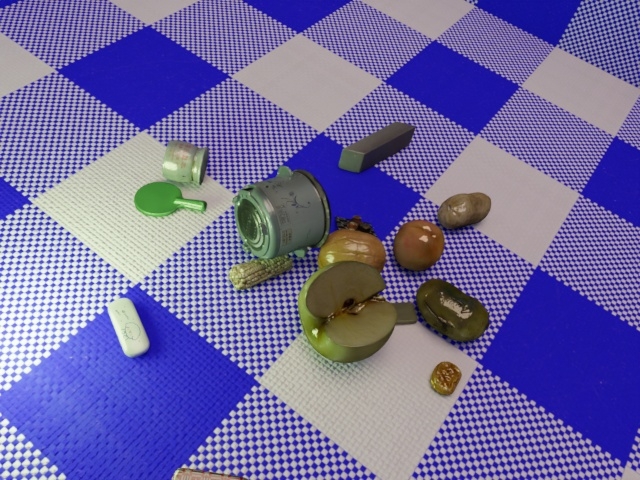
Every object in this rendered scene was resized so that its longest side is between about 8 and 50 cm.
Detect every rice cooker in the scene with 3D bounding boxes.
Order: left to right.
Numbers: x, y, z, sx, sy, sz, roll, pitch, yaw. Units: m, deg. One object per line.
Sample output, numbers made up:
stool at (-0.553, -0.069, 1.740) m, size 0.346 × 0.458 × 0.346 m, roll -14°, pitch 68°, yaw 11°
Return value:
rice cooker at (-0.111, -0.085, 1.773) m, size 0.317 × 0.316 × 0.264 m, roll -29°, pitch 20°, yaw -28°

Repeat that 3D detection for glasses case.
glasses case at (-0.566, 0.255, 1.638) m, size 0.076 × 0.049 × 0.197 m, roll -19°, pitch 59°, yaw -24°
glasses case at (-0.280, 0.629, 1.412) m, size 0.195 × 0.049 × 0.073 m, roll 11°, pitch 54°, yaw -3°

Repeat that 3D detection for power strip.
power strip at (0.232, 0.240, 1.819) m, size 0.169 × 0.028 × 0.076 m, roll 0°, pitch 54°, yaw -13°

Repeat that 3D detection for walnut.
walnut at (0.104, 0.054, 1.829) m, size 0.226 × 0.193 × 0.193 m, roll 0°, pitch 53°, yaw 1°

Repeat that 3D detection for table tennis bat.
table tennis bat at (-0.527, -0.139, 1.955) m, size 0.257 × 0.039 × 0.160 m, roll 9°, pitch 51°, yaw 2°

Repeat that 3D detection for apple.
apple at (0.074, 0.219, 1.672) m, size 0.258 × 0.233 × 0.295 m, roll -22°, pitch 75°, yaw -32°

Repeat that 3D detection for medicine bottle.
medicine bottle at (-0.482, -0.280, 1.997) m, size 0.143 × 0.147 × 0.147 m, roll 11°, pitch 52°, yaw -5°

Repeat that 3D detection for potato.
potato at (0.421, 0.224, 1.796) m, size 0.248 × 0.143 × 0.169 m, roll 40°, pitch 46°, yaw 19°

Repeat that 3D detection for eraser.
eraser at (0.229, -0.376, 2.232) m, size 0.353 × 0.111 × 0.077 m, roll -31°, pitch 63°, yaw -29°

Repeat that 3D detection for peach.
peach at (0.343, 0.015, 1.921) m, size 0.185 × 0.184 × 0.184 m, roll 5°, pitch 53°, yaw -7°

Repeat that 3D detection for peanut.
peanut at (0.543, -0.118, 2.089) m, size 0.225 × 0.129 × 0.129 m, roll -18°, pitch 59°, yaw -25°

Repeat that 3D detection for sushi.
sushi at (0.125, -0.065, 1.958) m, size 0.139 × 0.031 × 0.201 m, roll 10°, pitch 16°, yaw -6°

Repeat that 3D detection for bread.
bread at (0.383, 0.421, 1.704) m, size 0.083 × 0.044 × 0.110 m, roll 28°, pitch 52°, yaw 15°

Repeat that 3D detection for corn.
corn at (-0.198, 0.095, 1.816) m, size 0.211 × 0.087 × 0.087 m, roll -21°, pitch 60°, yaw -29°
